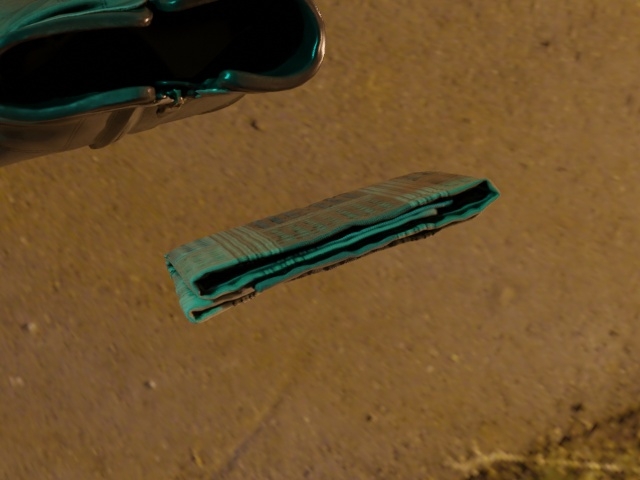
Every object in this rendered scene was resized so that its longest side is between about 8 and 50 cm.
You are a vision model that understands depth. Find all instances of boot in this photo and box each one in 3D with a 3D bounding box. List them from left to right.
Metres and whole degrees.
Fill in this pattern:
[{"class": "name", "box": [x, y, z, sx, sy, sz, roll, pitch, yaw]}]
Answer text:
[{"class": "boot", "box": [-0.128, -0.068, 0.596, 0.247, 0.161, 0.083, -14, 97, -7]}]

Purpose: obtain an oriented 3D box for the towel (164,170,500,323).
[{"class": "towel", "box": [0.000, 0.000, 1.500, 0.312, 0.324, 0.056, -18, 96, -8]}]
